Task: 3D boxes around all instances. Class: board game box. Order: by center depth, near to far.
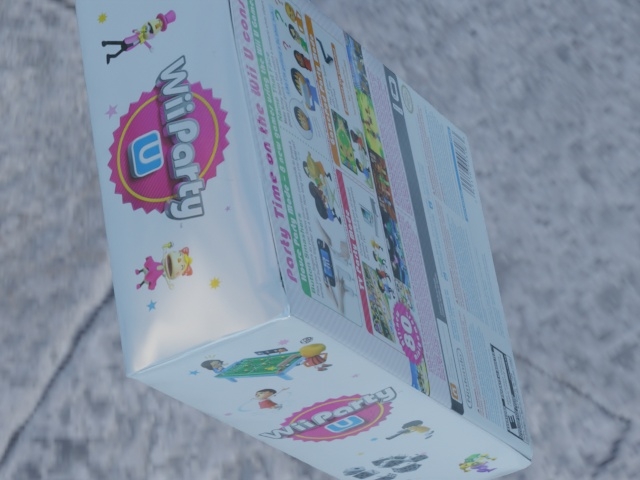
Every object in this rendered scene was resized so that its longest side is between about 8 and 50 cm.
[{"bbox_3d":[0.000,0.000,1.063,0.097,0.224,0.303,-21,152,21],"label":"board game box"}]
